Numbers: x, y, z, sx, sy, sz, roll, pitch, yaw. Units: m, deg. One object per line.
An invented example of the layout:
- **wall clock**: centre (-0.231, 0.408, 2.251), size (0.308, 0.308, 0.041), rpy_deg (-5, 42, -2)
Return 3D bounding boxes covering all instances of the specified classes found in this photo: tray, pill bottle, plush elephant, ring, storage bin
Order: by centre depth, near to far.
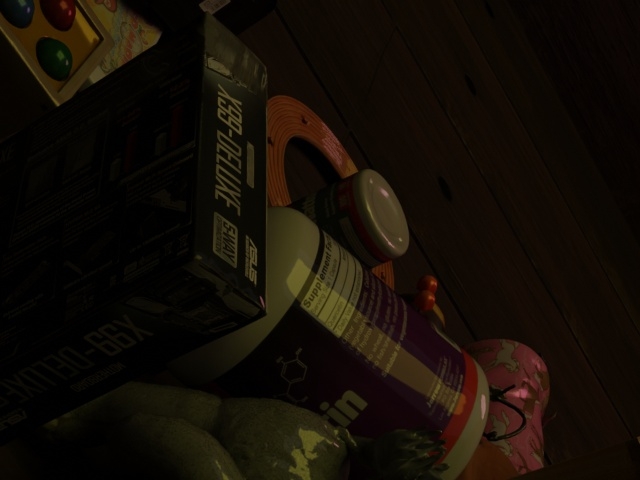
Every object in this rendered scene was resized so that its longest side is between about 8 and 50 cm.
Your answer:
- **plush elephant**: centre (-0.068, 0.268, 1.025), size (0.272, 0.330, 0.255), rpy_deg (53, 43, -44)
- **pill bottle**: centre (-0.014, 0.095, 1.163), size (0.323, 0.181, 0.181), rpy_deg (40, 31, -21)
- **tray**: centre (0.285, 0.250, 1.330), size (0.411, 0.203, 0.076), rpy_deg (7, 62, -64)
- **pill bottle**: centre (0.000, 0.000, 1.505), size (0.108, 0.180, 0.108), rpy_deg (47, 29, -36)
- **storage bin**: centre (-0.140, -0.305, 1.517), size (0.084, 0.122, 0.180), rpy_deg (59, 5, 23)
- **ring**: centre (0.001, -0.034, 1.737), size (0.336, 0.032, 0.336), rpy_deg (49, 28, -36)

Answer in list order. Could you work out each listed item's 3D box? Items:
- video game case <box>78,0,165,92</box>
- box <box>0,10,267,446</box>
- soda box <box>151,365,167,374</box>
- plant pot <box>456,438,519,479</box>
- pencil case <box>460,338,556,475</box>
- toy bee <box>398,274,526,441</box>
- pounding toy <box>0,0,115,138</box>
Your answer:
- **video game case**: centre (-0.255, -0.263, 1.407), size (0.206, 0.026, 0.227), rpy_deg (55, 25, -25)
- **box**: centre (-0.179, 0.002, 0.954), size (0.076, 0.307, 0.242), rpy_deg (41, 32, -37)
- **soda box**: centre (-0.166, 0.039, 1.271), size (0.060, 0.053, 0.169), rpy_deg (32, 39, -53)
- **plant pot**: centre (0.115, 0.338, 1.399), size (0.291, 0.203, 0.291), rpy_deg (47, 30, -38)
- **pencil case**: centre (0.238, 0.303, 1.765), size (0.386, 0.167, 0.160), rpy_deg (-78, 171, -54)
- **toy bee**: centre (0.066, 0.100, 1.380), size (0.195, 0.298, 0.162), rpy_deg (-112, -158, -53)
- **pounding toy**: centre (-0.284, -0.233, 1.196), size (0.206, 0.094, 0.181), rpy_deg (56, 34, -23)
